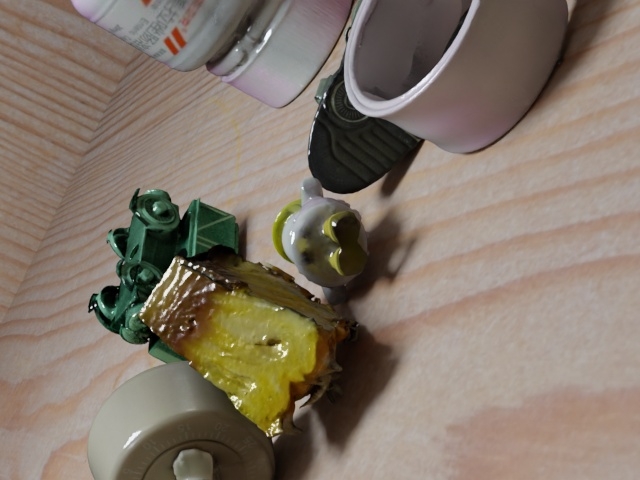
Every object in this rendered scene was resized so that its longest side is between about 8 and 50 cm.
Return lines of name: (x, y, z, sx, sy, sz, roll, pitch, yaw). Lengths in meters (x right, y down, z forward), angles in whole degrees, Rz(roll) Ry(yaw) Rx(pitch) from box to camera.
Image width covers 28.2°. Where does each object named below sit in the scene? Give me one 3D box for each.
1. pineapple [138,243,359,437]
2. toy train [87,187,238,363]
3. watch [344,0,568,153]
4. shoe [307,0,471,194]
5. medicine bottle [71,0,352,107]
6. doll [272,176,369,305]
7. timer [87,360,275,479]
pineapple: (-0.067, 0.079, 1.178, 0.114, 0.186, 0.236, -60, 27, 7)
toy train: (-0.186, 0.043, 1.550, 0.115, 0.154, 0.269, -49, 24, 27)
watch: (0.118, -0.208, 1.132, 0.244, 0.196, 0.231, 4, 72, 61)
shoe: (0.067, -0.181, 1.335, 0.293, 0.109, 0.149, -63, 12, -2)
medicine bottle: (-0.144, -0.344, 1.711, 0.256, 0.325, 0.256, -47, 24, 29)
doll: (0.000, 0.000, 1.264, 0.207, 0.081, 0.129, -160, 56, -78)
timer: (-0.100, 0.244, 1.101, 0.175, 0.175, 0.266, -56, 28, 14)
